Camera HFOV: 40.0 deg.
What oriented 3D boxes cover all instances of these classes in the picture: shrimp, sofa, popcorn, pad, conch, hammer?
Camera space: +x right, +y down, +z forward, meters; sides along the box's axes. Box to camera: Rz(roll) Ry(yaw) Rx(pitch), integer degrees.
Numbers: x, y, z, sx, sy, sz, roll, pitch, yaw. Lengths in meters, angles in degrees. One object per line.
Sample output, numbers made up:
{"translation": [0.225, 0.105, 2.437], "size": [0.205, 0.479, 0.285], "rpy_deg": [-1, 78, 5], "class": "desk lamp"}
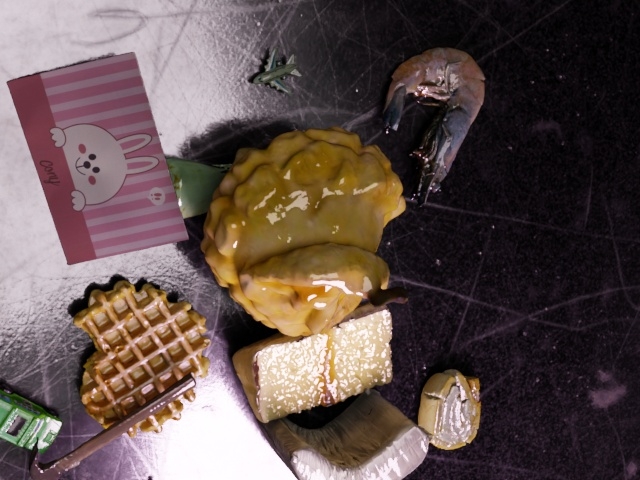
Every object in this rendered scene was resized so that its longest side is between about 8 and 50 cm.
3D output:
{"translation": [0.186, -0.214, 1.558], "size": [0.178, 0.075, 0.289], "rpy_deg": [26, 90, -18], "class": "shrimp"}
{"translation": [0.038, 0.337, 1.531], "size": [0.225, 0.210, 0.176], "rpy_deg": [-34, 110, -10], "class": "sofa"}
{"translation": [0.000, 0.000, 1.363], "size": [0.349, 0.382, 0.348], "rpy_deg": [-24, 134, -27], "class": "popcorn"}
{"translation": [-0.336, -0.119, 1.341], "size": [0.202, 0.005, 0.299], "rpy_deg": [-12, 107, 3], "class": "pad"}
{"translation": [-0.202, -0.079, 1.417], "size": [0.170, 0.079, 0.105], "rpy_deg": [-1, 116, -30], "class": "conch"}
{"translation": [-0.325, 0.301, 1.404], "size": [0.297, 0.027, 0.125], "rpy_deg": [-31, 127, -7], "class": "hammer"}

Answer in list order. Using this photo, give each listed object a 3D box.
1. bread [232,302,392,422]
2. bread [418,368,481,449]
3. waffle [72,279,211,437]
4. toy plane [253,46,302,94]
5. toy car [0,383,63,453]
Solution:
{"translation": [-0.009, 0.192, 1.519], "size": [0.266, 0.141, 0.178], "rpy_deg": [-18, 139, -24], "class": "bread"}
{"translation": [0.250, 0.324, 1.694], "size": [0.118, 0.064, 0.156], "rpy_deg": [-5, 104, -24], "class": "bread"}
{"translation": [-0.302, 0.198, 1.435], "size": [0.249, 0.056, 0.253], "rpy_deg": [28, 91, -26], "class": "waffle"}
{"translation": [-0.074, -0.276, 1.451], "size": [0.083, 0.033, 0.080], "rpy_deg": [-23, 109, -11], "class": "toy plane"}
{"translation": [-0.482, 0.276, 1.368], "size": [0.165, 0.062, 0.071], "rpy_deg": [35, 85, -25], "class": "toy car"}
